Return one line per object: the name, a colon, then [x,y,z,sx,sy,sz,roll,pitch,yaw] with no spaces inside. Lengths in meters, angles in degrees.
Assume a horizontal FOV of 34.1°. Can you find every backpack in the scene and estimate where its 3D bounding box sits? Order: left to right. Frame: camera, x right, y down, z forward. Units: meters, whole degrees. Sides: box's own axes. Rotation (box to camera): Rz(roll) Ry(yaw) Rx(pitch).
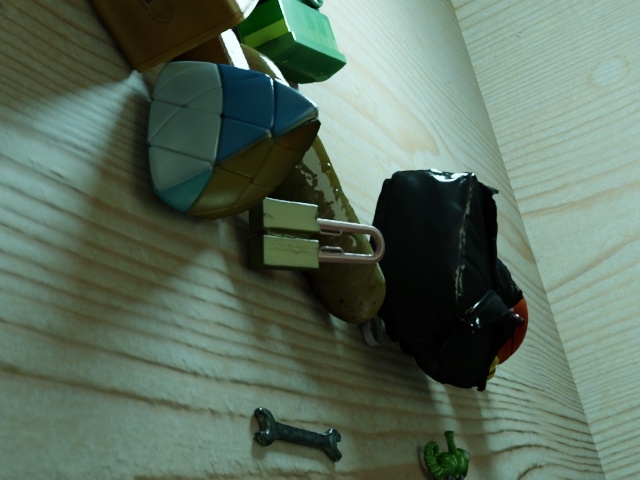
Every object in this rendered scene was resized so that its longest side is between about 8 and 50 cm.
backpack: [0.243,0.091,1.955,0.446,0.254,0.364,64,31,-56]

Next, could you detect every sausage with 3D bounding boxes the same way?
sausage: [-0.156,-0.245,1.572,0.349,0.097,0.094,66,13,-2]
sausage: [-0.031,-0.089,1.684,0.501,0.123,0.136,63,7,-10]

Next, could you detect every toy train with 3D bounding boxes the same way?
toy train: [-0.066,-0.404,1.928,0.301,0.120,0.203,0,71,-68]

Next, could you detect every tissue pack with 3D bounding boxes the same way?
tissue pack: [-0.234,-0.394,1.401,0.275,0.194,0.145,58,27,-22]

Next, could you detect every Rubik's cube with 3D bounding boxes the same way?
Rubik's cube: [-0.141,-0.141,1.452,0.254,0.254,0.254,51,26,-37]

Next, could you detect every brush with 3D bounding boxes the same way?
brush: [0.000,0.000,1.596,0.233,0.047,0.103,6,76,-32]

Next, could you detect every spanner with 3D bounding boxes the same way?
spanner: [-0.027,0.276,1.475,0.254,0.015,0.054,31,41,-58]

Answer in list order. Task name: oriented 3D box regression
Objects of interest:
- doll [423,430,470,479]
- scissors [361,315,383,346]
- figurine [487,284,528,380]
doll: [0.239,0.415,1.953,0.190,0.050,0.115,15,59,-63]
scissors: [0.096,0.094,1.948,0.118,0.030,0.242,63,23,-22]
figurine: [0.358,0.158,2.303,0.323,0.196,0.320,-48,123,-76]
